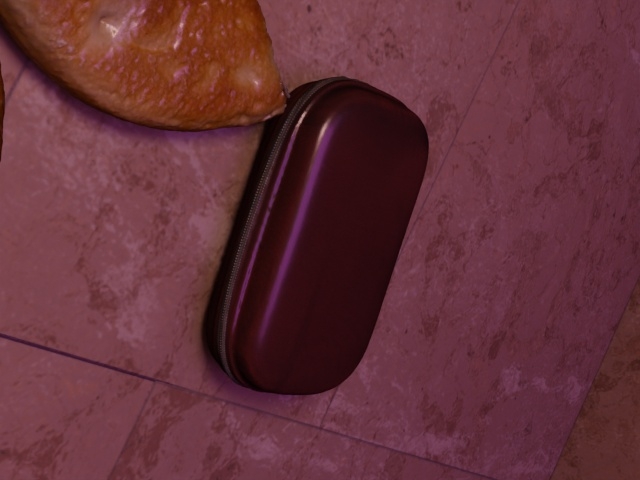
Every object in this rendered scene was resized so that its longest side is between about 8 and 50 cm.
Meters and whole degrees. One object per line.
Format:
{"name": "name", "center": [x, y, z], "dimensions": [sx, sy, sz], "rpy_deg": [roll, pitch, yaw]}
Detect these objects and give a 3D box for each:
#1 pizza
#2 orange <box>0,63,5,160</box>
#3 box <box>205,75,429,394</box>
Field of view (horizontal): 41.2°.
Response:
{"name": "pizza", "center": [-0.156, -0.201, 0.836], "dimensions": [0.365, 0.074, 0.182], "rpy_deg": [6, 104, -48]}
{"name": "orange", "center": [-0.356, -0.105, 0.471], "dimensions": [0.322, 0.322, 0.357], "rpy_deg": [-39, 137, -30]}
{"name": "box", "center": [0.000, 0.000, 1.067], "dimensions": [0.263, 0.108, 0.403], "rpy_deg": [14, 97, -50]}
